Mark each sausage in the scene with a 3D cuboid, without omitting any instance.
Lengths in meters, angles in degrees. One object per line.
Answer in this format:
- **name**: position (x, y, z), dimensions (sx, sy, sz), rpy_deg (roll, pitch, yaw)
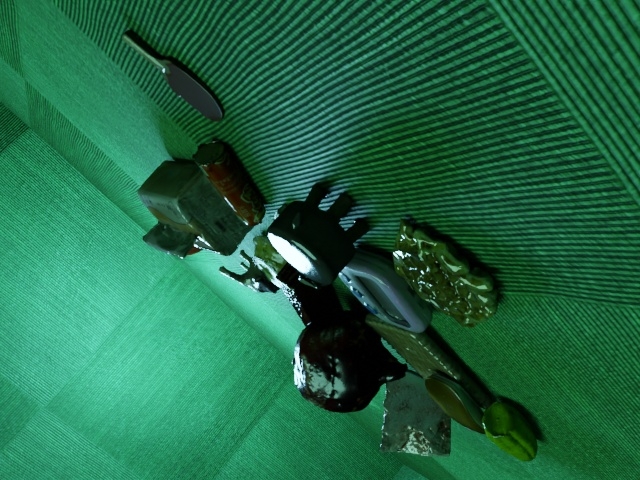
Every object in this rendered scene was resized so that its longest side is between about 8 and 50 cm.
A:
- **sausage**: position (-0.191, -0.115, 1.379), dimensions (0.083, 0.083, 0.264), rpy_deg (27, 161, 36)

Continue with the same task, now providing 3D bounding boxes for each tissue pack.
- **tissue pack**: position (-0.352, -0.063, 1.596), dimensions (0.305, 0.239, 0.239), rpy_deg (15, 150, 55)

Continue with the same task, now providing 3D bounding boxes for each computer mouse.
- **computer mouse**: position (0.338, 0.407, 1.474), dimensions (0.125, 0.056, 0.245), rpy_deg (17, 155, 51)

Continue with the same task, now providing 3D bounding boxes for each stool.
- **stool**: position (-0.007, -0.005, 1.141), dimensions (0.153, 0.139, 0.228), rpy_deg (39, 163, 4)

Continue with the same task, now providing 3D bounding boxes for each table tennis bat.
- **table tennis bat**: position (-0.276, -0.309, 1.153), dimensions (0.234, 0.022, 0.131), rpy_deg (40, 164, -6)

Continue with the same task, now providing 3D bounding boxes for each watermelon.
- **watermelon**: position (0.271, 0.494, 1.732), dimensions (0.192, 0.232, 0.310), rpy_deg (0, 133, 10)

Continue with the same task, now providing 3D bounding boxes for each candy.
- **candy**: position (0.454, 0.458, 1.427), dimensions (0.096, 0.097, 0.209), rpy_deg (18, 156, 52)

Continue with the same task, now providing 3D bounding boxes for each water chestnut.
- **water chestnut**: position (0.067, 0.316, 1.582), dimensions (0.244, 0.289, 0.289), rpy_deg (24, 157, 45)

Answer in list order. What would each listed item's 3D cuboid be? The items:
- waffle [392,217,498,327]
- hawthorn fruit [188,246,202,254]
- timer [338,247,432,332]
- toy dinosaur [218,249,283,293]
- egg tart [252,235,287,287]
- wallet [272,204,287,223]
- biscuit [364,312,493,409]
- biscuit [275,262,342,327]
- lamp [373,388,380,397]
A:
- **waffle**: position (0.204, 0.068, 1.026), dimensions (0.204, 0.054, 0.223), rpy_deg (34, 162, 17)
- **hawthorn fruit**: position (-0.422, -0.034, 1.907), dimensions (0.172, 0.173, 0.173), rpy_deg (36, 163, 13)
- **timer**: position (0.129, 0.099, 1.243), dimensions (0.190, 0.069, 0.208), rpy_deg (15, 150, 54)
- **toy dinosaur**: position (-0.183, 0.101, 1.827), dimensions (0.162, 0.077, 0.294), rpy_deg (35, -165, 13)
- **egg tart**: position (-0.123, 0.061, 1.677), dimensions (0.197, 0.078, 0.197), rpy_deg (36, 161, 15)
- **wallet**: position (-0.063, -0.018, 1.405), dimensions (0.110, 0.039, 0.155), rpy_deg (37, 162, 4)
- **biscuit**: position (0.262, 0.288, 1.474), dimensions (0.325, 0.044, 0.217), rpy_deg (44, 161, -22)
- **biscuit**: position (-0.019, 0.161, 1.652), dimensions (0.073, 0.107, 0.388), rpy_deg (31, 162, 28)
- **lamp**: position (0.078, 0.437, 2.070), dimensions (0.273, 0.177, 0.177), rpy_deg (26, 158, 34)
